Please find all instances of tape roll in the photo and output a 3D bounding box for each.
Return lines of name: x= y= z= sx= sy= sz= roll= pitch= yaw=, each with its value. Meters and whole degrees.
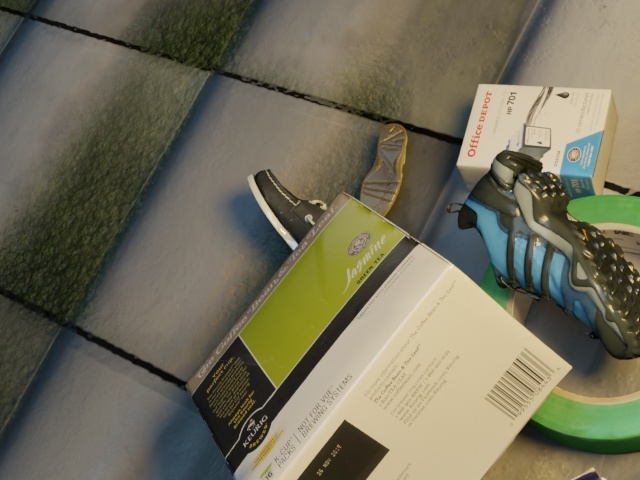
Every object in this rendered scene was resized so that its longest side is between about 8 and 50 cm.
tape roll: x=0.357 y=0.101 z=1.272 sx=0.321 sy=0.077 sz=0.321 roll=-10 pitch=62 yaw=19

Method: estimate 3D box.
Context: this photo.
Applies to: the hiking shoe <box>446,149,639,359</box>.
hiking shoe: x=0.286 y=0.033 z=1.249 sx=0.132 sy=0.113 sz=0.304 roll=-50 pitch=57 yaw=32

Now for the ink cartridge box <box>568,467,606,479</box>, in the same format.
ink cartridge box: x=0.225 y=0.329 z=1.128 sx=0.223 sy=0.224 sz=0.045 roll=-29 pitch=65 yaw=10

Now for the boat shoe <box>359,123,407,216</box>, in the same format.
boat shoe: x=0.097 y=-0.097 z=1.514 sx=0.056 sy=0.048 sz=0.153 roll=9 pitch=75 yaw=15

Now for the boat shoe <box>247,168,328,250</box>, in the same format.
boat shoe: x=0.000 y=0.000 z=1.470 sx=0.091 sy=0.114 sz=0.302 roll=-37 pitch=68 yaw=4

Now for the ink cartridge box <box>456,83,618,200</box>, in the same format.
ink cartridge box: x=0.302 y=-0.137 z=1.414 sx=0.191 sy=0.082 sz=0.139 roll=7 pitch=69 yaw=26

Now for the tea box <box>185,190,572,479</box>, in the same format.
tea box: x=0.051 y=0.161 z=1.204 sx=0.329 sy=0.220 sz=0.323 roll=-51 pitch=27 yaw=2
